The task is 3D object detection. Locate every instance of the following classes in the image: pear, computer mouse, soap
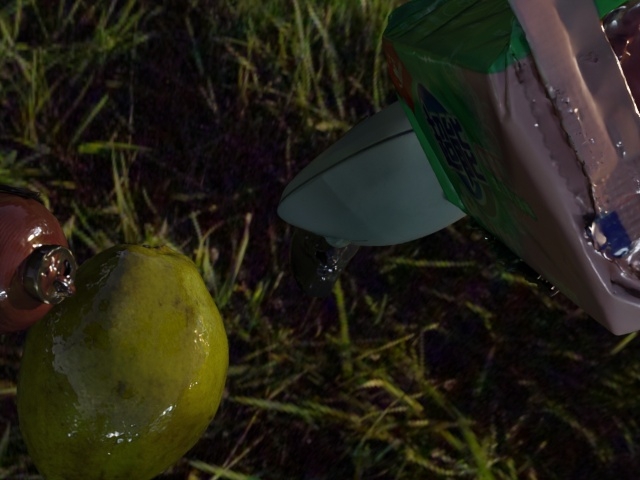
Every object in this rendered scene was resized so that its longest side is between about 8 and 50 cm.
[{"bbox_3d":[-0.313,0.209,1.573,0.352,0.352,0.413,18,91,-5],"label":"pear"},{"bbox_3d":[0.000,0.000,1.376,0.073,0.217,0.122,27,101,-13],"label":"computer mouse"},{"bbox_3d":[0.126,-0.070,0.567,0.098,0.273,0.217,-26,108,-1],"label":"soap"},{"bbox_3d":[0.080,-0.049,0.992,0.160,0.288,0.097,18,54,-34],"label":"computer mouse"}]

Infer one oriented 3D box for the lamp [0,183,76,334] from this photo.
[{"bbox_3d":[-0.403,0.015,1.133,0.258,0.180,0.180,9,56,21],"label":"lamp"}]
